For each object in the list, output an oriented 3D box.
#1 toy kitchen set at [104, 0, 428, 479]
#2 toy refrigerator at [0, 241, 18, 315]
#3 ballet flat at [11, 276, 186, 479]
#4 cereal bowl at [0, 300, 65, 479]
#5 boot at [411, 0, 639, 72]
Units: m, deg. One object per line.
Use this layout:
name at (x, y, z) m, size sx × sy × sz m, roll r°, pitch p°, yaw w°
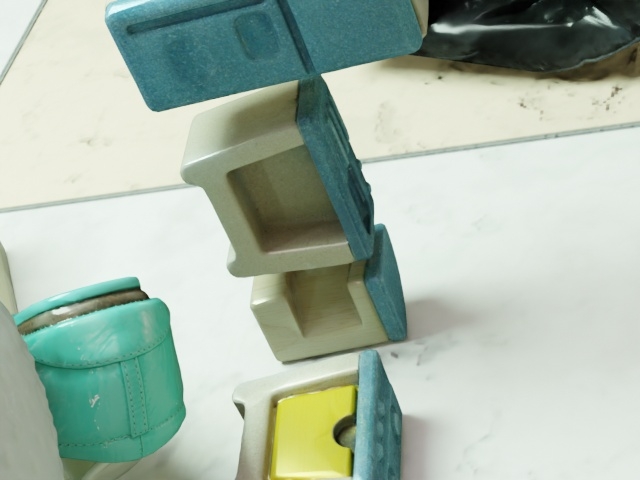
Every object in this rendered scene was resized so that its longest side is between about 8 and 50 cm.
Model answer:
toy kitchen set at (0.000, 0.000, 0.638) m, size 0.122 × 0.207 × 0.166 m, roll -12°, pitch 39°, yaw 15°
toy refrigerator at (-0.304, 0.048, 0.828) m, size 0.269 × 0.102 × 0.094 m, roll -24°, pitch 37°, yaw -2°
ballet flat at (-0.124, 0.071, 0.702) m, size 0.083 × 0.087 × 0.247 m, roll -13°, pitch 0°, yaw -24°
cereal bowl at (-0.225, 0.130, 0.603) m, size 0.339 × 0.141 × 0.339 m, roll -9°, pitch 72°, yaw 29°
boot at (0.225, -0.279, 0.902) m, size 0.367 × 0.146 × 0.445 m, roll -5°, pitch 36°, yaw 37°
